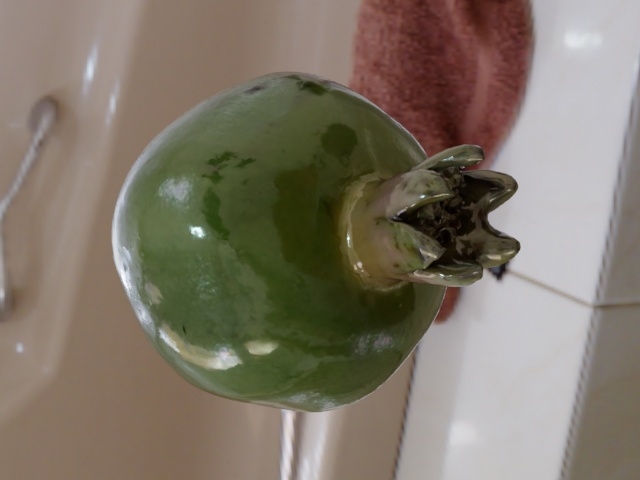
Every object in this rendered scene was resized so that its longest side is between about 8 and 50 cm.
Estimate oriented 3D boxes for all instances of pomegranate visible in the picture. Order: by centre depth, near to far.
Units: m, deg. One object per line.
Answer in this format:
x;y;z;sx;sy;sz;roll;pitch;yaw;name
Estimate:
0.002;-0.001;0.645;0.225;0.187;0.187;-7;85;50;pomegranate
